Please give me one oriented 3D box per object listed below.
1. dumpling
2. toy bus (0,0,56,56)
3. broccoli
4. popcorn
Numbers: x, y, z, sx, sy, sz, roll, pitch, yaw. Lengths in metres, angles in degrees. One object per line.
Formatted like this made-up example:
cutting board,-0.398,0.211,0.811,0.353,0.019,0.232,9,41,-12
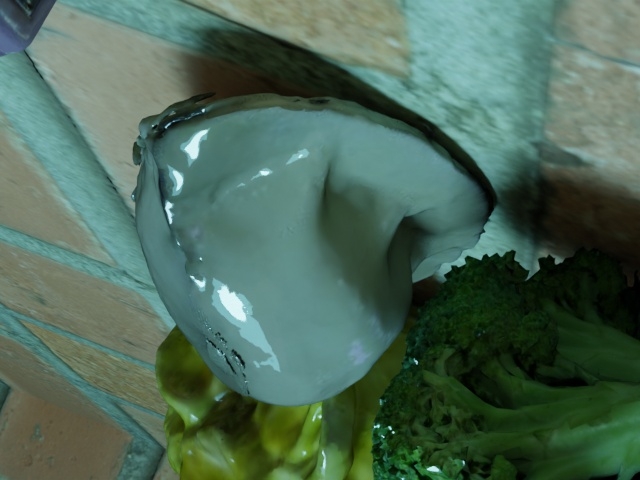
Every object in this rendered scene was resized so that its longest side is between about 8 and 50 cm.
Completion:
dumpling,0.000,0.000,0.810,0.172,0.142,0.247,-14,155,1
toy bus,-0.143,-0.140,0.481,0.096,0.108,0.199,16,165,25
broccoli,0.156,0.102,0.732,0.270,0.270,0.270,25,137,-9
popcorn,-0.003,0.108,1.035,0.235,0.181,0.216,30,-175,32
